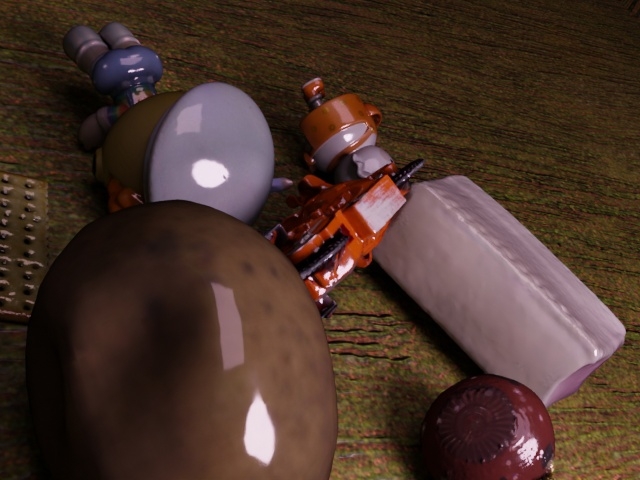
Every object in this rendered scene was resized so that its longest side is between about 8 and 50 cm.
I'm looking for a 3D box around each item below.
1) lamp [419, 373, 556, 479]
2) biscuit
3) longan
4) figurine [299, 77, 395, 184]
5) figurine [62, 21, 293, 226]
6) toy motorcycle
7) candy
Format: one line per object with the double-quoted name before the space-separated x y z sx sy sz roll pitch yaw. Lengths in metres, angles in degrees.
"lamp" 0.198 0.239 0.984 0.135 0.156 0.157 55 33 -48
"biscuit" -0.374 -0.004 0.941 0.139 0.016 0.231 12 41 -28
"longan" -0.123 0.124 0.767 0.288 0.288 0.350 4 50 -33
"figurine" 0.042 -0.130 1.317 0.143 0.143 0.271 -3 74 -39
"figurine" -0.224 -0.158 1.080 0.382 0.205 0.224 41 45 17
"toy motorcycle" 0.000 0.000 1.047 0.148 0.221 0.325 53 42 -5
"candy" 0.244 0.065 1.181 0.359 0.145 0.208 46 24 17
